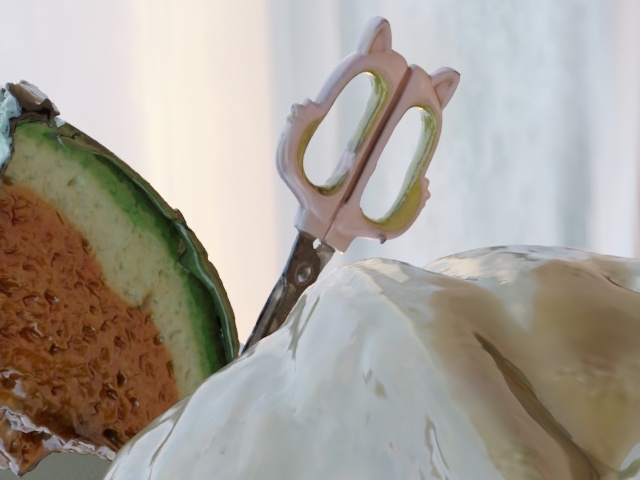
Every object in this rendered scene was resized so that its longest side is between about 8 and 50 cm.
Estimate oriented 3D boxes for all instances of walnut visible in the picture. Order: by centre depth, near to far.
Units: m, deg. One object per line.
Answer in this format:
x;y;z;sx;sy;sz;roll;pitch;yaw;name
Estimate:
0.080;0.171;0.761;0.381;0.381;0.381;178;90;-88;walnut

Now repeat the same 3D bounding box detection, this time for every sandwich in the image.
-0.167;0.047;1.257;0.109;0.292;0.212;24;79;49;sandwich

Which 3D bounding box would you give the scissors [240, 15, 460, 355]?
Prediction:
0.000;0.000;1.418;0.024;0.160;0.317;22;84;46;scissors

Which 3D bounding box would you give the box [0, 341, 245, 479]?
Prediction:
-0.272;0.143;1.499;0.352;0.344;0.177;-56;17;1;box
